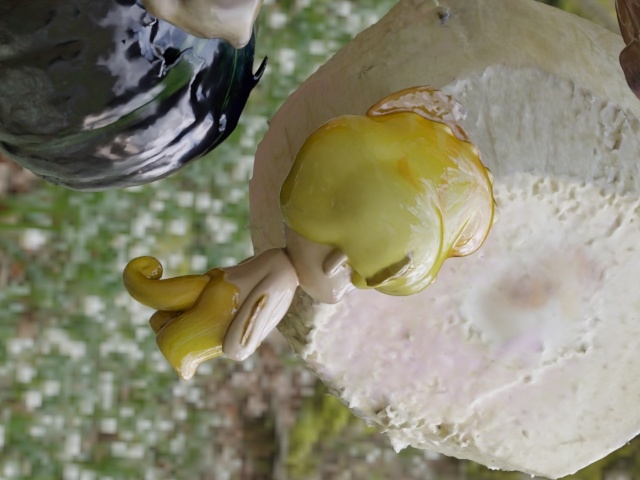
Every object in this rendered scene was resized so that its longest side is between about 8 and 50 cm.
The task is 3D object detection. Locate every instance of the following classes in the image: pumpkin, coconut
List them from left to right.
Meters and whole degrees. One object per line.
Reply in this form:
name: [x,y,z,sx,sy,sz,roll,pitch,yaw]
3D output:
pumpkin: [-0.191,-0.179,1.376,0.296,0.296,0.295,-177,-90,-83]
coconut: [0.137,-0.028,1.574,0.404,0.405,0.404,-177,-90,-83]

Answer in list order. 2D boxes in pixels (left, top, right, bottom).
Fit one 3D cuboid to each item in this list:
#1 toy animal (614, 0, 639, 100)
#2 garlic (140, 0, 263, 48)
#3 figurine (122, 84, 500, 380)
toy animal: [0.227,-0.113,0.819,0.248,0.149,0.165,17,-48,60]
garlic: [-0.059,-0.278,1.056,0.245,0.231,0.340,-64,-171,-11]
figurine: [0.000,0.000,1.197,0.131,0.246,0.156,57,-3,-22]
